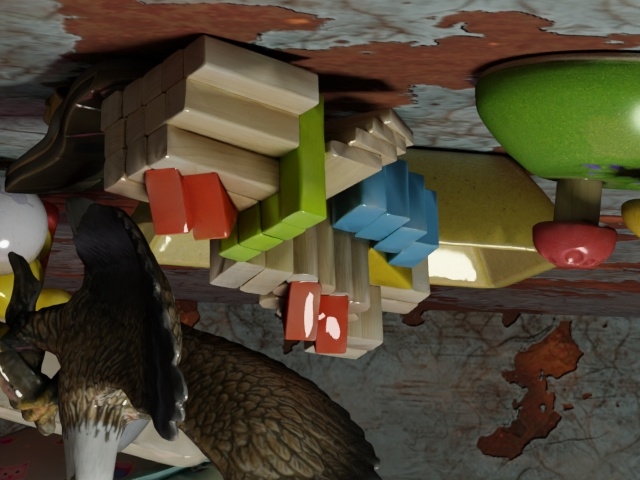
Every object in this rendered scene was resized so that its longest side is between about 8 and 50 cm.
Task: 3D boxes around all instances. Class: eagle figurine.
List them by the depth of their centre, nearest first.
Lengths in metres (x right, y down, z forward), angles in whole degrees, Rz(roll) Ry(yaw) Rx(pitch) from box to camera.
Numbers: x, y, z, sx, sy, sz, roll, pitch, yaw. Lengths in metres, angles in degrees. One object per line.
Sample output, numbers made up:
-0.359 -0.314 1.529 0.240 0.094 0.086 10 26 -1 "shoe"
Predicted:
-0.114 0.084 1.211 0.298 0.225 0.226 -4 -171 40 "eagle figurine"

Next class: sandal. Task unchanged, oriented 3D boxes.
-0.151 -0.079 1.224 0.090 0.060 0.219 0 161 -19 "sandal"

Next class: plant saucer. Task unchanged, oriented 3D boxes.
0.015 -0.023 1.506 0.333 0.081 0.333 4 174 -6 "plant saucer"

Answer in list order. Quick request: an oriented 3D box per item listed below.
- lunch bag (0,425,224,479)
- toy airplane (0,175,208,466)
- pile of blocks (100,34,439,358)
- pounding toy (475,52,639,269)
-0.201 0.240 1.685 0.279 0.108 0.224 -18 -156 -20 "lunch bag"
-0.316 0.071 1.619 0.386 0.272 0.384 -5 -140 -41 "toy airplane"
0.000 0.000 1.190 0.149 0.112 0.362 -13 155 24 "pile of blocks"
0.206 -0.037 1.109 0.237 0.110 0.183 5 174 -6 "pounding toy"
